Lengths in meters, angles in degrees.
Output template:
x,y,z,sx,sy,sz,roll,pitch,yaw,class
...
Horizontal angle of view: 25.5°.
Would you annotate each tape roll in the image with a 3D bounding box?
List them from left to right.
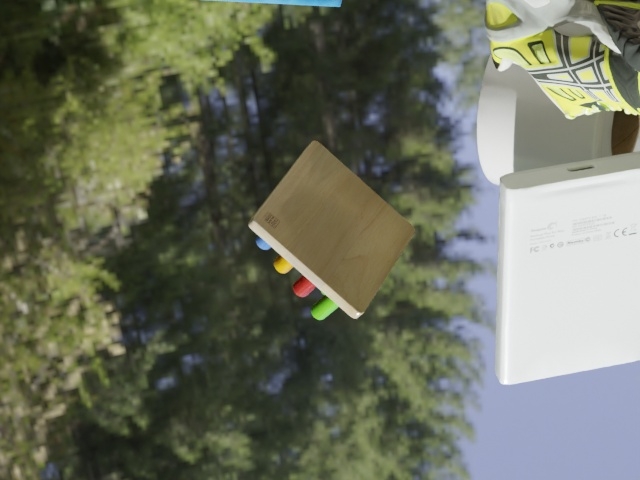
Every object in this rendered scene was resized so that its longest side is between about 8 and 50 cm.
x,y,z,sx,sy,sz,roll,pitch,yaw,class
0.337,-0.179,1.917,0.169,0.246,0.246,13,-145,29,tape roll

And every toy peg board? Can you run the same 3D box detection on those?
x,y,z,sx,sy,sz,roll,pitch,yaw,class
0.000,0.000,1.620,0.079,0.160,0.161,-43,-171,46,toy peg board

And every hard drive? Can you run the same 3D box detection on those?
x,y,z,sx,sy,sz,roll,pitch,yaw,class
0.323,0.039,1.790,0.203,0.308,0.040,-10,-144,-8,hard drive

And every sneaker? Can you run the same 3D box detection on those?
x,y,z,sx,sy,sz,roll,pitch,yaw,class
0.320,-0.191,1.481,0.145,0.147,0.384,-18,-142,-27,sneaker

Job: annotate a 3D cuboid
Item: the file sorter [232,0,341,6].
x,y,z,sx,sy,sz,roll,pitch,yaw,class
-0.065,-0.282,1.274,0.170,0.104,0.118,-6,-147,-44,file sorter
